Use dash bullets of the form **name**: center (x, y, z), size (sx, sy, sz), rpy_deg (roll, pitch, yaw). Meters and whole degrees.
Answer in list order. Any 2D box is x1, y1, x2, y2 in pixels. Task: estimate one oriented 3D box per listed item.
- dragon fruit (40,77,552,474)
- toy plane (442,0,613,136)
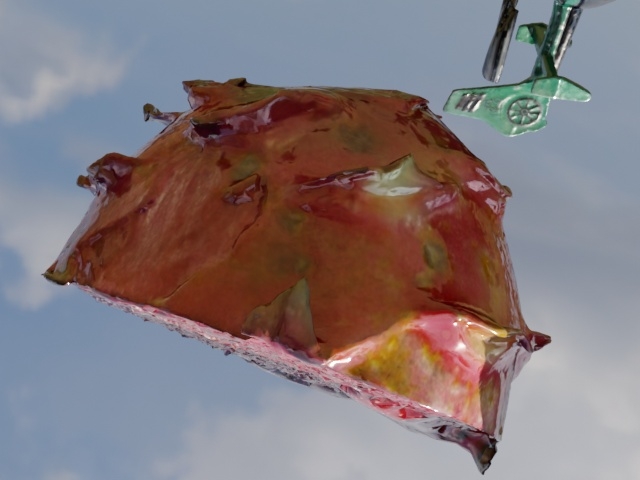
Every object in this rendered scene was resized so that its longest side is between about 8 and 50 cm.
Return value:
- **dragon fruit**: center (0.000, 0.000, 1.402), size (0.371, 0.249, 0.386), rpy_deg (20, 174, -4)
- **toy plane**: center (0.228, -0.244, 1.618), size (0.155, 0.381, 0.106), rpy_deg (10, -143, -11)
